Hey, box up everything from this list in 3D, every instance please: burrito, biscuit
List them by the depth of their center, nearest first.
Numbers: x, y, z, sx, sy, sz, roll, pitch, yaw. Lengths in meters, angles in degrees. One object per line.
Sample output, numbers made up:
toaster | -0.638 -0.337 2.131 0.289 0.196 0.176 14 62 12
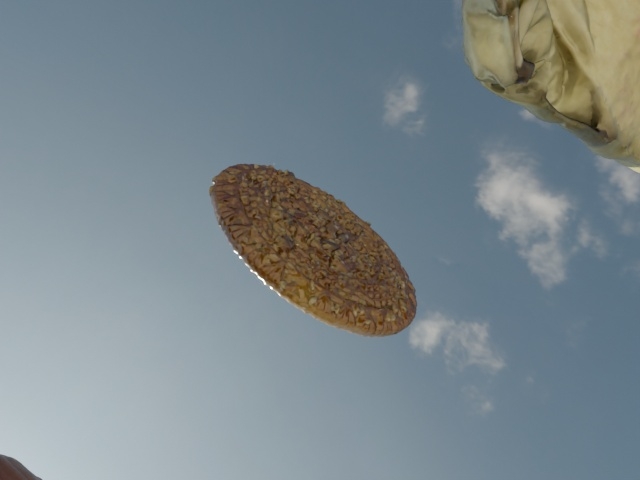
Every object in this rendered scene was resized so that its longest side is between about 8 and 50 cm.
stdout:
burrito | 0.227 -0.178 0.539 0.332 0.135 0.190 14 -82 -35
biscuit | 0.000 0.000 0.775 0.305 0.305 0.038 34 -67 -7

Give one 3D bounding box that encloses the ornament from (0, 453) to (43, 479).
ornament | -0.237 0.291 0.484 0.218 0.235 0.221 8 -89 32
